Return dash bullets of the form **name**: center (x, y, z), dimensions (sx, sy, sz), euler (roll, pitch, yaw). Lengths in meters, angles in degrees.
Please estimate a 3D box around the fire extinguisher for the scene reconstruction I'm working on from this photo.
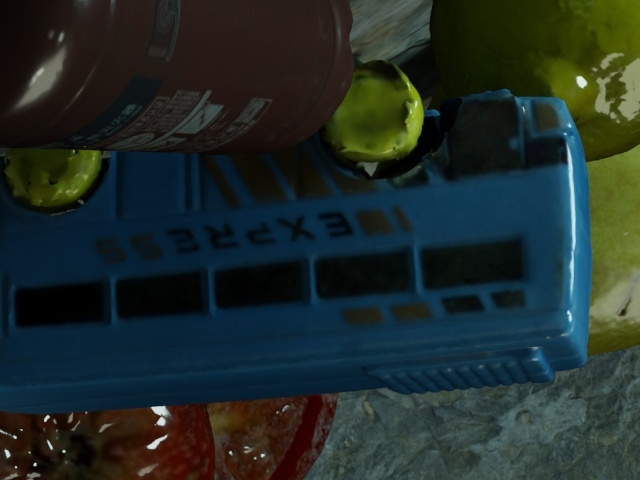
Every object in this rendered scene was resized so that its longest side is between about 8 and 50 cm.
- **fire extinguisher**: center (-0.087, -0.094, 0.562), dimensions (0.135, 0.114, 0.337), euler (-5, -179, 24)

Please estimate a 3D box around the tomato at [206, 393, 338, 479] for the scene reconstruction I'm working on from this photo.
- **tomato**: center (-0.133, 0.146, 1.458), dimensions (0.170, 0.308, 0.309), euler (1, -166, 40)

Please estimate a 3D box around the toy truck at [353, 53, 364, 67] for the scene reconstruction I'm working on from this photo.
- **toy truck**: center (-0.015, -0.075, 1.009), dimensions (0.154, 0.078, 0.080), euler (-21, 168, -46)

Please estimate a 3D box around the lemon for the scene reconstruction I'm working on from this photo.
- **lemon**: center (0.166, -0.149, 0.876), dimensions (0.184, 0.184, 0.248), euler (-40, -173, 47)

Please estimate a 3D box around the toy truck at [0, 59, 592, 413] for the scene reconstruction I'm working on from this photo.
- **toy truck**: center (-0.039, 0.010, 0.796), dimensions (0.385, 0.162, 0.161), euler (-6, 165, 12)

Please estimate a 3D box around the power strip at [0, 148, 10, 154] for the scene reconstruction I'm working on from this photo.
- **power strip**: center (-0.217, -0.038, 0.747), dimensions (0.253, 0.027, 0.060), euler (-32, 171, 13)

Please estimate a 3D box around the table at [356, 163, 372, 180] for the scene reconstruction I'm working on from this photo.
- **table**: center (0.000, 0.000, 1.286), dimensions (0.126, 0.126, 0.220), euler (-30, 170, -2)

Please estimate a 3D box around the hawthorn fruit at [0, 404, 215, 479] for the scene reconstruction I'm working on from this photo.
- **hawthorn fruit**: center (-0.217, 0.168, 1.139), dimensions (0.275, 0.275, 0.300), euler (-31, 180, 5)

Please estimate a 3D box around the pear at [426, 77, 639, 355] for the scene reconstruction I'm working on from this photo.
- **pear**: center (0.220, -0.048, 1.151), dimensions (0.304, 0.304, 0.304), euler (-29, 170, -5)
